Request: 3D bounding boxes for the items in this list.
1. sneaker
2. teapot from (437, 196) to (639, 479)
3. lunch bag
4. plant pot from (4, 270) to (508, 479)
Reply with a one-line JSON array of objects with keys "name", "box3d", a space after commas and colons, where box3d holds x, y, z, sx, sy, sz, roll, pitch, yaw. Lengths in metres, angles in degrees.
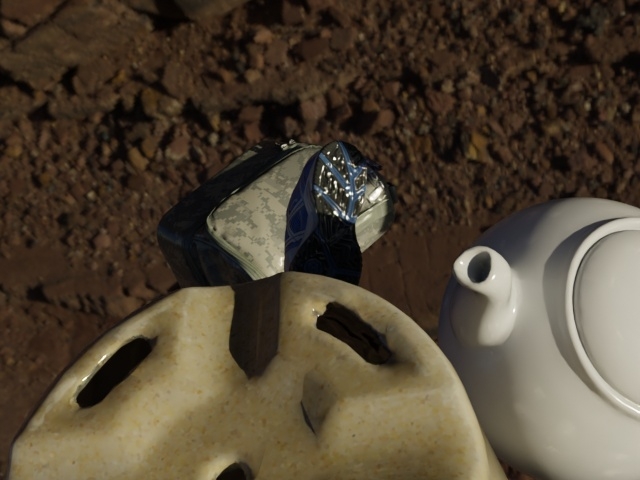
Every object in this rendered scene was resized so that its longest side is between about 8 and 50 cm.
[{"name": "sneaker", "box3d": [0.000, 0.000, 0.984, 0.081, 0.080, 0.211, -1, 75, 67]}, {"name": "teapot", "box3d": [0.231, 0.071, 0.699, 0.256, 0.187, 0.253, -34, 87, -26]}, {"name": "lunch bag", "box3d": [-0.058, -0.011, 1.406, 0.305, 0.213, 0.256, -40, 34, -28]}, {"name": "plant pot", "box3d": [-0.010, 0.193, 0.494, 0.333, 0.305, 0.334, -10, 48, 11]}]
